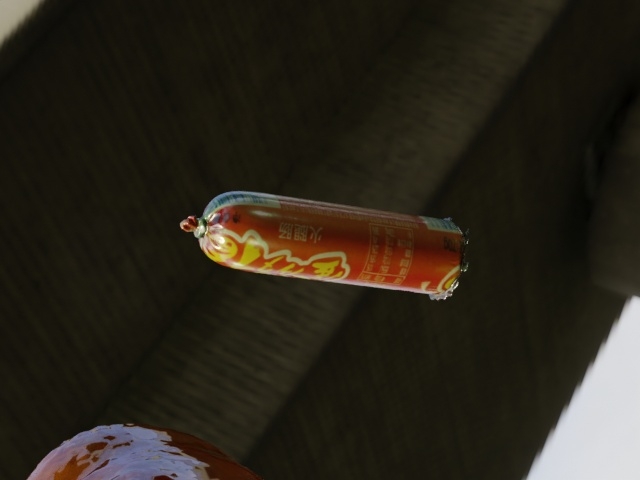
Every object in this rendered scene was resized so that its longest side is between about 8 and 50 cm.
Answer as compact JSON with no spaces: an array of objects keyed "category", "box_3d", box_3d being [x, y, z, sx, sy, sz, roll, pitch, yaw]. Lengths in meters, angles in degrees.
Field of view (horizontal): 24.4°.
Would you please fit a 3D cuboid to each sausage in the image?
[{"category":"sausage","box_3d":[0.000,0.000,1.303,0.264,0.083,0.083,8,-77,-26]}]

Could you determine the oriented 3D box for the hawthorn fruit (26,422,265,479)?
[{"category":"hawthorn fruit","box_3d":[-0.046,0.203,0.635,0.243,0.207,0.207,36,-109,-27]}]
